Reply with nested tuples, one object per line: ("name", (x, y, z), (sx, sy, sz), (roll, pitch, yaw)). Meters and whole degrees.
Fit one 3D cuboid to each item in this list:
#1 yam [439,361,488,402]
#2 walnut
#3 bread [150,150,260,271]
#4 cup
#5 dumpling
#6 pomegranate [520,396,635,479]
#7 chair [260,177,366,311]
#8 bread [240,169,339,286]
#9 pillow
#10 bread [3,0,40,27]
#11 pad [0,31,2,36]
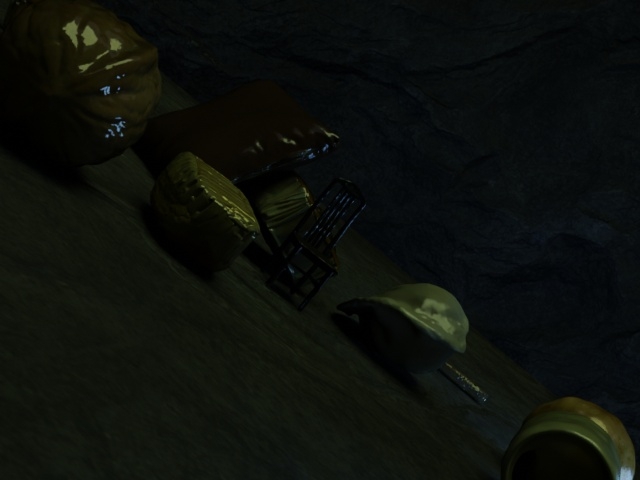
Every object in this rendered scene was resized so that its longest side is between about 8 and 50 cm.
("yam", (0.293, 0.292, 2.283), (0.145, 0.032, 0.032), (40, 6, -4))
("walnut", (-0.316, -0.205, 1.390), (0.225, 0.225, 0.261), (39, 12, -11))
("bread", (-0.170, -0.039, 1.529), (0.140, 0.106, 0.236), (39, 6, -22))
("cup", (0.390, 0.374, 1.600), (0.255, 0.173, 0.202), (41, 8, 13))
("dumpling", (0.135, 0.151, 1.932), (0.227, 0.243, 0.175), (18, 55, -24))
("pomegranate", (0.439, 0.375, 1.861), (0.207, 0.207, 0.207), (39, 6, -5))
("chair", (0.000, 0.000, 1.765), (0.084, 0.212, 0.101), (38, 6, -18))
("bread", (-0.051, -0.031, 1.919), (0.192, 0.110, 0.210), (67, -6, -24))
("pillow", (-0.165, -0.179, 1.913), (0.305, 0.308, 0.108), (46, -27, 50))
("bread", (-0.511, -0.403, 2.132), (0.136, 0.107, 0.241), (39, 5, 18))
("pad", (-0.621, -0.400, 1.916), (0.243, 0.004, 0.164), (43, 7, 28))
